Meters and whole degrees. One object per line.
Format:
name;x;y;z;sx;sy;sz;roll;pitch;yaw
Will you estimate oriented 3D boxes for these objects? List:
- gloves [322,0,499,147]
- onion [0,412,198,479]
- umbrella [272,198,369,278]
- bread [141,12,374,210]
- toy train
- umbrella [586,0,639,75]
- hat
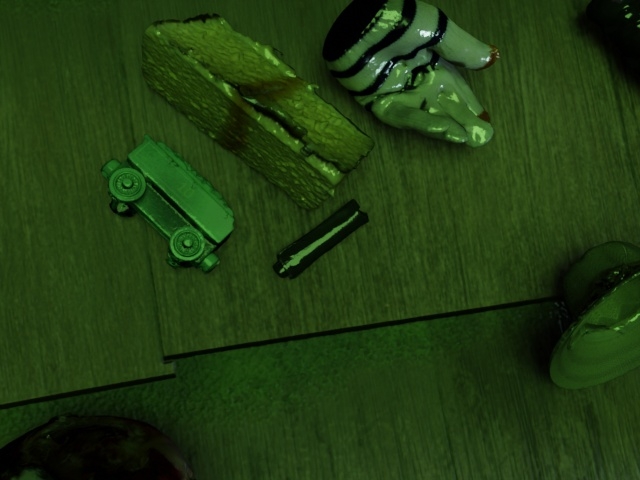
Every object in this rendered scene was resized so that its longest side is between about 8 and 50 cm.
gloves;0.117;-0.194;0.771;0.219;0.131;0.140;32;79;-35
onion;-0.239;0.326;0.626;0.314;0.232;0.314;-7;61;12
umbrella;-0.001;-0.001;0.776;0.133;0.031;0.036;-37;65;-8
bread;-0.072;-0.150;0.737;0.266;0.142;0.178;41;41;-2
toy train;-0.171;-0.041;0.739;0.172;0.070;0.099;44;71;-3
umbrella;0.493;-0.203;0.815;0.358;0.113;0.106;42;104;-3
hat;0.356;0.060;0.768;0.252;0.252;0.110;-21;49;-9
